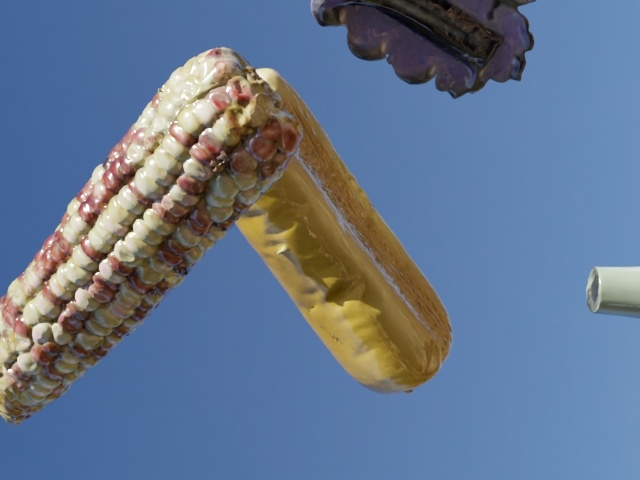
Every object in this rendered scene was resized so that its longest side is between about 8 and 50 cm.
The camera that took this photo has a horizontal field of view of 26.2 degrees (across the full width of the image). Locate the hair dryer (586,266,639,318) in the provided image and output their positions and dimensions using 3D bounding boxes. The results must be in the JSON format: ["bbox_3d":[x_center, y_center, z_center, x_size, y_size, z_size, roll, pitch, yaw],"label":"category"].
[{"bbox_3d":[0.347,-0.012,1.322,0.092,0.229,0.267,103,152,-65],"label":"hair dryer"}]

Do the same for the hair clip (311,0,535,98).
[{"bbox_3d":[0.087,-0.182,1.095,0.195,0.124,0.052,23,-152,-17],"label":"hair clip"}]

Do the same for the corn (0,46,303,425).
[{"bbox_3d":[-0.102,0.004,0.710,0.237,0.079,0.079,-49,-29,15],"label":"corn"}]

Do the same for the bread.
[{"bbox_3d":[0.000,0.000,1.162,0.305,0.091,0.142,55,-149,-16],"label":"bread"}]
